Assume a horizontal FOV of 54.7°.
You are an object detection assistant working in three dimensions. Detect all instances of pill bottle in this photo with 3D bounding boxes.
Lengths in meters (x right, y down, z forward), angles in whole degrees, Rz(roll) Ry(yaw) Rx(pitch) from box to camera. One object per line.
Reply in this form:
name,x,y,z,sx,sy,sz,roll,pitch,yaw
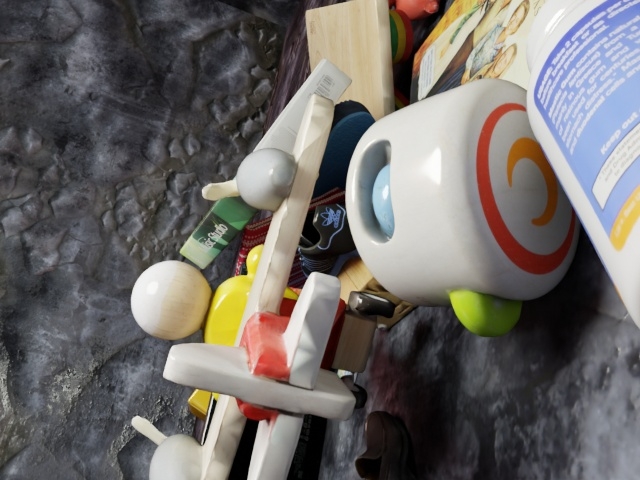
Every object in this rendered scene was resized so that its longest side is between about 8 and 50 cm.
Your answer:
pill bottle,0.220,-0.074,0.387,0.272,0.152,0.152,-90,23,-49

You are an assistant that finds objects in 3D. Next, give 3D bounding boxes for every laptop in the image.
laptop,-0.114,0.300,1.059,0.236,0.408,0.382,-9,60,36

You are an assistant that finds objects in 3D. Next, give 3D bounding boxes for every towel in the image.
towel,-0.065,0.033,1.046,0.031,0.198,0.275,49,145,24

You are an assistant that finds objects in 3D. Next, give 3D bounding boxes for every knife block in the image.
knife block,0.092,-0.007,0.904,0.276,0.088,0.242,127,154,-54

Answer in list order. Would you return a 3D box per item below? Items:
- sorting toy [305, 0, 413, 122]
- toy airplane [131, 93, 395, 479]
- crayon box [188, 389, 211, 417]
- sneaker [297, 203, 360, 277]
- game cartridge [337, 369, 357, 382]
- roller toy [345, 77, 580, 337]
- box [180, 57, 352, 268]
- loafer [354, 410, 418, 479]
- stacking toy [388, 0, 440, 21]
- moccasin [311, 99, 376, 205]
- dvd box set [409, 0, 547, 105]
sorting toy,0.078,-0.285,1.097,0.255,0.089,0.257,28,128,60
toy airplane,-0.079,0.097,0.631,0.384,0.272,0.386,97,-166,-47
crayon box,-0.180,0.282,1.303,0.319,0.081,0.202,-55,-4,-24
sneaker,0.000,0.000,0.878,0.232,0.090,0.081,139,145,-64
game cartridge,0.045,0.201,0.989,0.056,0.017,0.083,163,123,-68
roller toy,0.126,-0.038,0.561,0.146,0.191,0.209,-12,30,49
box,-0.092,-0.101,0.928,0.232,0.058,0.322,-59,10,-31
loafer,0.071,0.263,0.734,0.170,0.061,0.062,-106,36,-64
stacking toy,0.178,-0.506,1.174,0.279,0.130,0.309,99,-169,-74
moccasin,0.009,-0.113,1.071,0.342,0.137,0.117,105,146,-51
dvd box set,0.224,-0.233,0.724,0.420,0.062,0.308,132,151,-59
